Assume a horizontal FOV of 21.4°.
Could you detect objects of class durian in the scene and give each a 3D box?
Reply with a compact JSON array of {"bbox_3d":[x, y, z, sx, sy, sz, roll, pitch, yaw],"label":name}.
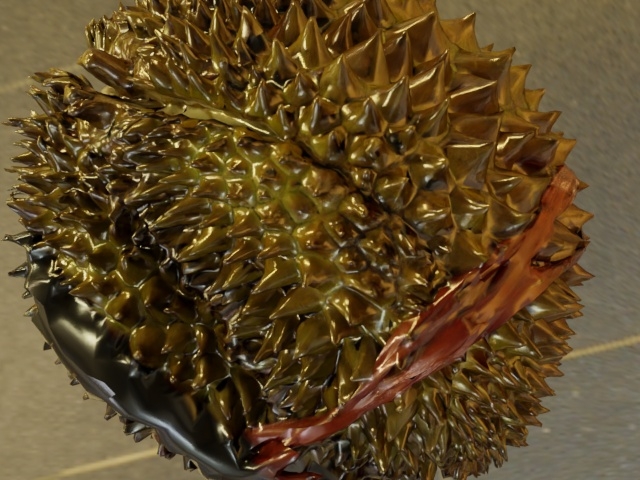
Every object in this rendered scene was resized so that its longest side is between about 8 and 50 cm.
[{"bbox_3d":[-0.004,0.002,1.058,0.347,0.384,0.347,-35,32,26],"label":"durian"}]
